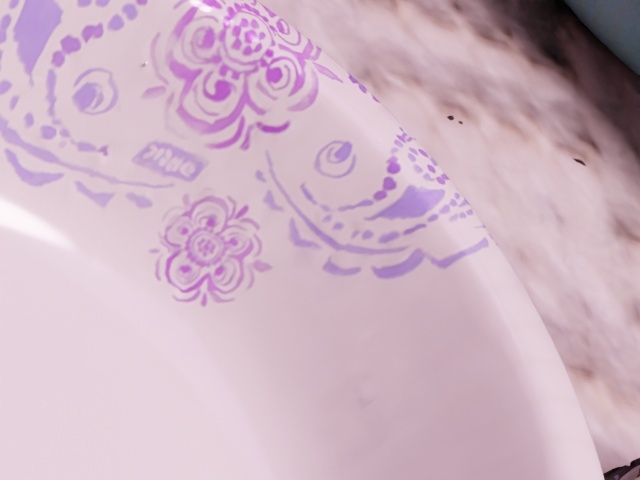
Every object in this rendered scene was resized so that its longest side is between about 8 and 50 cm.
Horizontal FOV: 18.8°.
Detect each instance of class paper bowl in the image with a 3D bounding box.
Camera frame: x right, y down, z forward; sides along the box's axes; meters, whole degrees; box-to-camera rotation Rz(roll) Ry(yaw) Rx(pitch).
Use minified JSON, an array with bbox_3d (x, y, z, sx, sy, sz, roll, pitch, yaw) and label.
[{"bbox_3d":[-0.081,0.066,0.445,0.284,0.148,0.284,24,43,-25],"label":"paper bowl"}]

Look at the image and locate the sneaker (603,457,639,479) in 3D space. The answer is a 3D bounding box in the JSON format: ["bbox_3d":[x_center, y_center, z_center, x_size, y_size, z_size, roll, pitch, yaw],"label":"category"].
[{"bbox_3d":[0.206,0.138,0.700,0.279,0.107,0.118,7,71,-34],"label":"sneaker"}]

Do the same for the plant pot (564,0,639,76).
[{"bbox_3d":[0.188,-0.188,0.835,0.255,0.271,0.271,36,37,12],"label":"plant pot"}]
